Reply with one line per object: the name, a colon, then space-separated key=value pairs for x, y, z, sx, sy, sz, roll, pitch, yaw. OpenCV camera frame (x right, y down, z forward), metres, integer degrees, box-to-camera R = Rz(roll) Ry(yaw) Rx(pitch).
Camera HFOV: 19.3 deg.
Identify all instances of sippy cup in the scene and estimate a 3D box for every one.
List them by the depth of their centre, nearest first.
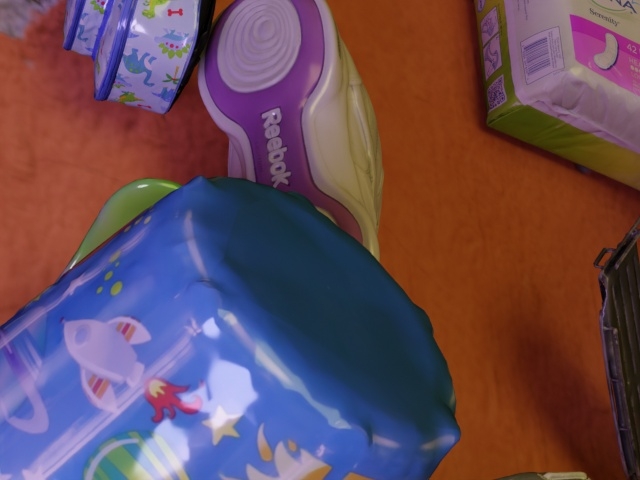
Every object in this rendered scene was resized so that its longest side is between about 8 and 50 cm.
sippy cup: x=-0.065 y=0.098 z=0.855 sx=0.305 sy=0.224 sz=0.240 roll=54 pitch=25 yaw=19

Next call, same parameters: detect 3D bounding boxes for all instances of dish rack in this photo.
dish rack: x=0.270 y=0.047 z=1.313 sx=0.271 sy=0.074 sz=0.208 roll=-44 pitch=127 yaw=-49

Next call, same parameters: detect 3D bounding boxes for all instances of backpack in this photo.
backpack: x=-0.108 y=-0.137 z=1.114 sx=0.084 sy=0.105 sz=0.114 roll=12 pitch=55 yaw=-12

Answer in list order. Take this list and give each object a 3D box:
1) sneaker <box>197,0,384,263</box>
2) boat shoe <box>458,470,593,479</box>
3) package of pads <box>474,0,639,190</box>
sneaker: x=0.000 y=0.000 z=1.102 sx=0.152 sy=0.114 sz=0.305 roll=51 pitch=34 yaw=-54
boat shoe: x=0.085 y=0.197 z=1.105 sx=0.319 sy=0.116 sz=0.099 roll=-5 pitch=24 yaw=-38
package of pads: x=0.250 y=-0.156 z=1.469 sx=0.296 sy=0.101 sz=0.229 roll=20 pitch=52 yaw=-35
